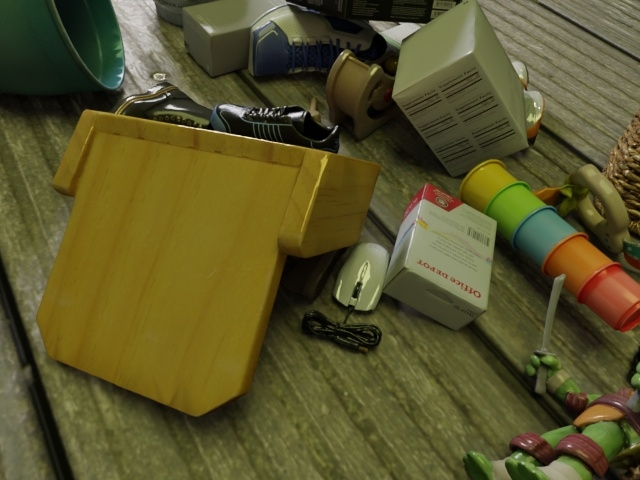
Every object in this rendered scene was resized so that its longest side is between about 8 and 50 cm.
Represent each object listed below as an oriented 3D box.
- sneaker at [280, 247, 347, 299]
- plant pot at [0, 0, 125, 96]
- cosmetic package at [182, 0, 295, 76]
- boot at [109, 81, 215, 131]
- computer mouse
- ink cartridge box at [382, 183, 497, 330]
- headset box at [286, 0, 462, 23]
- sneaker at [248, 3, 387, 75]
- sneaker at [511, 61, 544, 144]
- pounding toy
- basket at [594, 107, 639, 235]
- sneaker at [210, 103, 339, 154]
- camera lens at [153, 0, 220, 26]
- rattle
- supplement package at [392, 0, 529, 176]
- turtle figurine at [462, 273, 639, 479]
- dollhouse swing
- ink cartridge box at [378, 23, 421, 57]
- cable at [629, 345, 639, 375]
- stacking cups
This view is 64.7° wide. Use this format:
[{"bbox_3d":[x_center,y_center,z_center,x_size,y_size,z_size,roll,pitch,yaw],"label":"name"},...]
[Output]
[{"bbox_3d":[0.000,0.000,0.745,0.071,0.066,0.188,22,49,13],"label":"sneaker"},{"bbox_3d":[-0.526,-0.376,0.887,0.255,0.272,0.272,-11,50,3],"label":"plant pot"},{"bbox_3d":[-0.164,-0.452,1.091,0.238,0.107,0.127,-27,60,-31],"label":"cosmetic package"},{"bbox_3d":[-0.268,-0.201,0.882,0.137,0.077,0.198,27,52,9],"label":"boot"},{"bbox_3d":[0.053,0.062,0.713,0.106,0.042,0.193,17,49,8],"label":"computer mouse"},{"bbox_3d":[0.174,0.021,0.726,0.127,0.072,0.175,29,50,-6],"label":"ink cartridge box"},{"bbox_3d":[0.093,-0.502,0.965,0.246,0.131,0.283,-7,31,-24],"label":"headset box"},{"bbox_3d":[0.019,-0.403,1.057,0.315,0.127,0.182,-22,53,-26],"label":"sneaker"},{"bbox_3d":[0.368,-0.278,1.030,0.121,0.099,0.262,1,41,3],"label":"sneaker"},{"bbox_3d":[0.058,-0.299,0.954,0.155,0.154,0.269,36,53,21],"label":"pounding toy"},{"bbox_3d":[0.669,-0.093,0.900,0.299,0.223,0.213,26,18,14],"label":"basket"},{"bbox_3d":[-0.076,-0.200,0.873,0.232,0.090,0.081,20,49,-2],"label":"sneaker"},{"bbox_3d":[-0.287,-0.656,1.136,0.219,0.274,0.219,4,49,-5],"label":"camera lens"},{"bbox_3d":[0.429,-0.011,0.815,0.142,0.130,0.200,-23,82,-12],"label":"rattle"},{"bbox_3d":[0.249,-0.265,0.887,0.203,0.149,0.194,44,43,-30],"label":"supplement package"},{"bbox_3d":[0.281,0.164,0.561,0.266,0.275,0.198,-26,23,-22],"label":"turtle figurine"},{"bbox_3d":[-0.142,0.008,0.684,0.346,0.305,0.315,13,9,20],"label":"dollhouse swing"},{"bbox_3d":[0.264,-0.456,1.187,0.235,0.056,0.171,-32,60,-28],"label":"ink cartridge box"},{"bbox_3d":[0.505,0.181,0.670,0.184,0.047,0.151,9,49,1],"label":"cable"},{"bbox_3d":[0.335,0.006,0.749,0.096,0.096,0.316,-15,48,-20],"label":"stacking cups"}]
